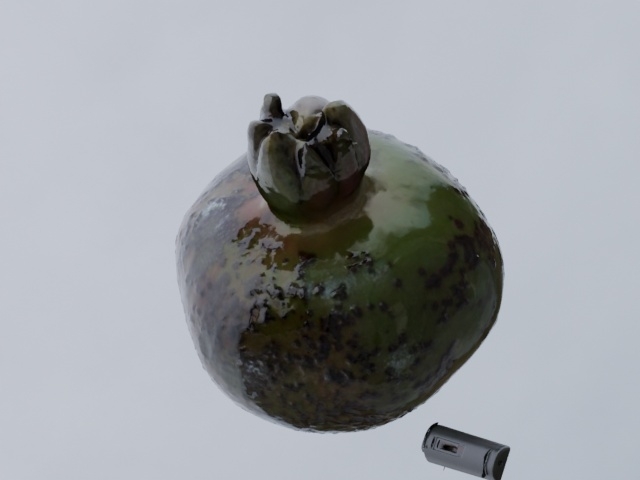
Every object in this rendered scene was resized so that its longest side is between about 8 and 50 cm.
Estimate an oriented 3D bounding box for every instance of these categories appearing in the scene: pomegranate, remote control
[{"bbox_3d":[0.000,0.000,1.664,0.285,0.285,0.340,-43,-36,-21],"label":"pomegranate"},{"bbox_3d":[0.106,0.158,1.488,0.016,0.091,0.034,23,-97,-32],"label":"remote control"}]
